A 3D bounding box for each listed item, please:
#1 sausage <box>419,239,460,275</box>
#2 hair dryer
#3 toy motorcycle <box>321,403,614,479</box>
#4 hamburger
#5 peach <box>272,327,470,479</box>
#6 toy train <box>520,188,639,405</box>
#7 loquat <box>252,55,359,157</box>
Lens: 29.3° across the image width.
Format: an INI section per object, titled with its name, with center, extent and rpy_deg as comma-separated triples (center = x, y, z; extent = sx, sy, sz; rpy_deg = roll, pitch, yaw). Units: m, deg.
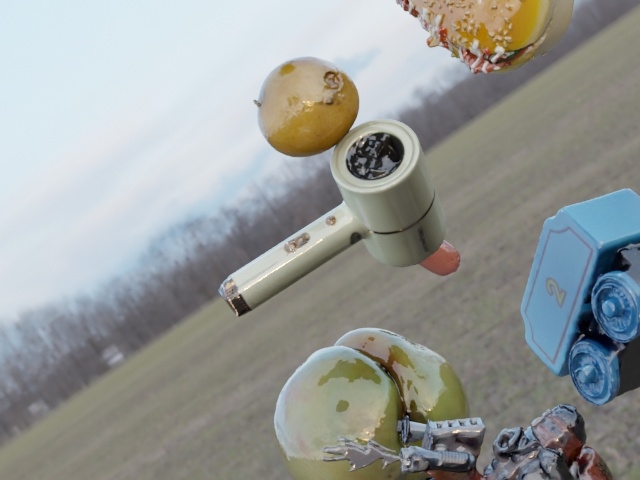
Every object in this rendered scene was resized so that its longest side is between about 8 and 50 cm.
[sausage]
center = 0.171, 0.007, 2.106
extent = 0.062, 0.154, 0.062
rpy_deg = -56, 8, 11
[hair dryer]
center = 0.000, 0.000, 1.712
extent = 0.362, 0.128, 0.203
rpy_deg = -33, -37, -5
[toy motorcycle]
center = 0.194, 0.286, 1.509
extent = 0.134, 0.401, 0.207
rpy_deg = -92, 13, -74
[hamburger]
center = 0.220, -0.367, 1.715
extent = 0.151, 0.295, 0.227
rpy_deg = -12, -43, -31
[peach]
center = 0.069, 0.263, 1.788
extent = 0.292, 0.247, 0.292
rpy_deg = -22, 5, 2
[toy train]
center = 0.452, 0.085, 1.911
extent = 0.188, 0.265, 0.300
rpy_deg = -15, -46, -25
[loquat]
center = -0.018, -0.180, 1.648
extent = 0.141, 0.141, 0.141
rpy_deg = -35, 1, 1
